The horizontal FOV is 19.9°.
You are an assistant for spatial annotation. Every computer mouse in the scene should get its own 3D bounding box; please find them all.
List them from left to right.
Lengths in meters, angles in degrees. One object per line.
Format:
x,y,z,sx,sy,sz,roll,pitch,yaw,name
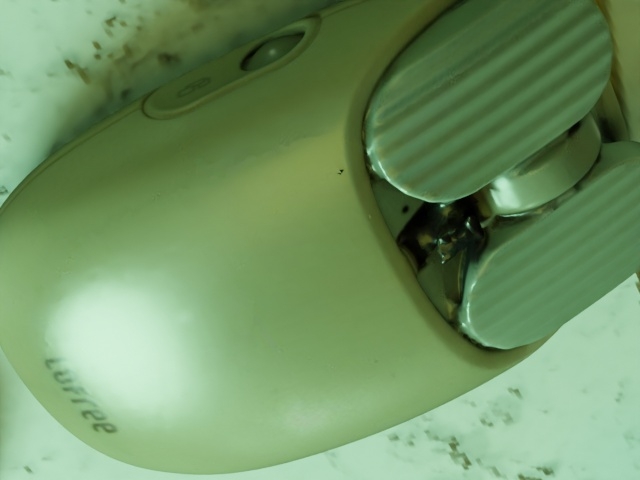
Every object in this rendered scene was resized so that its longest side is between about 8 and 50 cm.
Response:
0.000,0.000,0.621,0.236,0.082,0.145,-23,121,9,computer mouse
